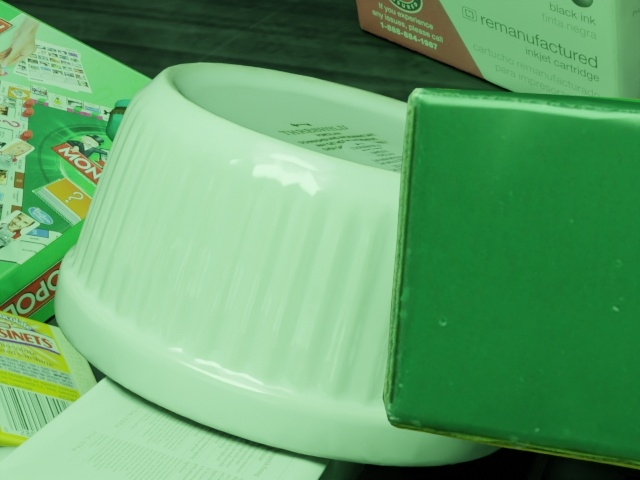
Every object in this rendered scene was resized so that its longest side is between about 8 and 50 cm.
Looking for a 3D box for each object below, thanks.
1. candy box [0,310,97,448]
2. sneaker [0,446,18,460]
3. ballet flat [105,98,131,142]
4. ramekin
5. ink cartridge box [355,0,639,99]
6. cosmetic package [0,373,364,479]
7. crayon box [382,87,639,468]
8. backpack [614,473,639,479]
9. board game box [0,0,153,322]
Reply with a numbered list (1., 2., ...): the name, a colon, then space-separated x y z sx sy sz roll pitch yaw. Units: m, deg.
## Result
1. candy box: -0.185 0.057 0.706 0.027 0.206 0.105 -56 40 17
2. sneaker: -0.066 0.205 0.567 0.208 0.127 0.319 8 34 0
3. ballet flat: 0.002 -0.018 0.797 0.247 0.083 0.087 6 89 11
4. ramekin: 0.000 0.000 0.664 0.207 0.109 0.207 15 15 -4
5. ink cartridge box: 0.108 -0.227 0.853 0.207 0.283 0.117 28 56 36
6. cosmetic package: -0.046 0.093 0.615 0.099 0.060 0.239 17 16 11
7. crayon box: 0.229 0.013 0.548 0.313 0.106 0.363 6 5 20
8. backpack: 0.174 0.132 0.548 0.182 0.152 0.115 1 78 -2
9. board game box: -0.232 -0.056 0.927 0.213 0.046 0.317 -38 48 -27
